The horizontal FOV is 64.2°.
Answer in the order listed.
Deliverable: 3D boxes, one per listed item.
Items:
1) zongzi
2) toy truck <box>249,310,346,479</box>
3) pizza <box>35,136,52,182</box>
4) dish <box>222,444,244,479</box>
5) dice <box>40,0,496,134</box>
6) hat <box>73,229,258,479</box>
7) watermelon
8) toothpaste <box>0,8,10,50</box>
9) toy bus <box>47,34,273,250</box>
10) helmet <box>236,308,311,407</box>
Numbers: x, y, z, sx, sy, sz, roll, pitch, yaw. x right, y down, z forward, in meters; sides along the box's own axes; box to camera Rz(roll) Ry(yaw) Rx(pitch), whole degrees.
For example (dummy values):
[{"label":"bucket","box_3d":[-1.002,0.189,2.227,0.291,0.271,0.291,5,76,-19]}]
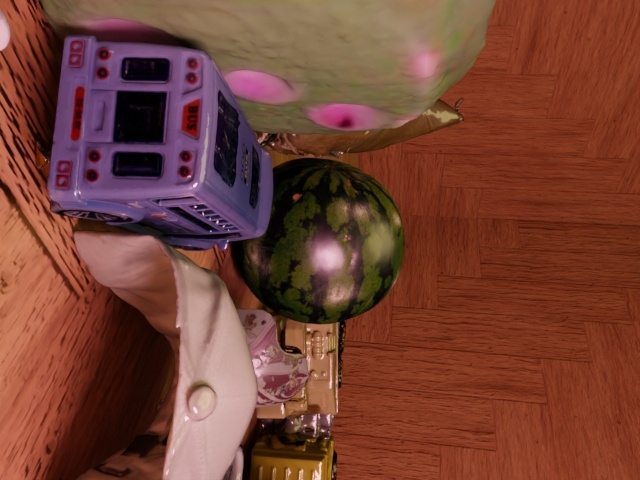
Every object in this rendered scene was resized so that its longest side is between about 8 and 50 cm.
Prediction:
[{"label":"zongzi","box_3d":[0.064,-0.206,0.792,0.447,0.418,0.181,-85,179,-74]},{"label":"toy truck","box_3d":[-0.049,0.324,0.994,0.254,0.181,0.405,43,50,-81]},{"label":"pizza","box_3d":[-0.200,-0.052,0.407,0.083,0.016,0.037,76,18,-63]},{"label":"dish","box_3d":[-0.149,0.300,0.668,0.224,0.078,0.246,81,15,-48]},{"label":"dice","box_3d":[-0.026,-0.279,0.430,0.322,0.330,0.318,36,58,-81]},{"label":"hat","box_3d":[-0.125,0.141,0.476,0.301,0.168,0.257,57,38,-75]},{"label":"watermelon","box_3d":[0.000,0.000,0.852,0.285,0.285,0.285,3,90,-81]},{"label":"toothpaste","box_3d":[-0.219,0.019,0.180,0.100,0.066,0.323,87,14,-60]},{"label":"toy bus","box_3d":[-0.120,-0.062,0.470,0.292,0.133,0.125,69,24,-82]},{"label":"helmet","box_3d":[-0.105,0.170,0.696,0.107,0.153,0.177,-51,119,-32]}]
